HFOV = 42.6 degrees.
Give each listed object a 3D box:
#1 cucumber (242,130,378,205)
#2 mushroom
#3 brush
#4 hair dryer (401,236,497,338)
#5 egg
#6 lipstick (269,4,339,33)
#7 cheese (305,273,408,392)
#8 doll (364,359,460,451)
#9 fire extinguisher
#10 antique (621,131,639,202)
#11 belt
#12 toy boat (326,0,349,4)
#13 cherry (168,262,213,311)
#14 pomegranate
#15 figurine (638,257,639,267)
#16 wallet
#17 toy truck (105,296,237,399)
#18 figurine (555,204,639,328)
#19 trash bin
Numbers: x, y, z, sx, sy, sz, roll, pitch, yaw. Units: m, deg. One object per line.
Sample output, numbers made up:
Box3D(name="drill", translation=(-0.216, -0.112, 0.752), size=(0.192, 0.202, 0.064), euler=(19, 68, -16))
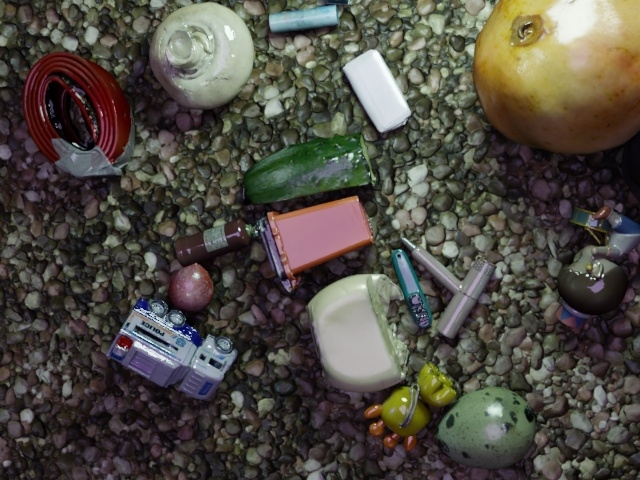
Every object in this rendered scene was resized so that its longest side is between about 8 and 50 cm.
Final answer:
Box3D(name="cucumber", translation=(-0.043, -0.158, 1.888), size=(0.325, 0.105, 0.145), euler=(-12, 91, 13))
Box3D(name="mushroom", translation=(-0.279, -0.421, 1.865), size=(0.246, 0.202, 0.246), euler=(2, 95, 20))
Box3D(name="brush", translation=(0.210, 0.113, 1.890), size=(0.043, 0.032, 0.193), euler=(-21, 91, 10))
Box3D(name="hair dryer", translation=(0.257, 0.089, 1.870), size=(0.220, 0.053, 0.195), euler=(29, 96, 8))
Box3D(name="egg", translation=(0.360, 0.417, 1.809), size=(0.228, 0.177, 0.177), euler=(-25, 88, 24))
Box3D(name="lipstick", translation=(-0.038, -0.510, 1.895), size=(0.158, 0.048, 0.048), euler=(-5, 92, 10))
Box3D(name="cheese", translation=(0.091, 0.212, 1.870), size=(0.233, 0.127, 0.266), euler=(-16, 92, 7))
Box3D(name="doll", translation=(0.207, 0.380, 1.851), size=(0.143, 0.135, 0.221), euler=(42, 102, -9))
Box3D(name="fire extinguisher", translation=(-0.231, -0.015, 1.945), size=(0.231, 0.071, 0.099), euler=(-20, 61, 9))
Box3D(name="antique", translation=(0.773, -0.205, 1.705), size=(0.255, 0.185, 0.322), euler=(29, 101, 5))
Box3D(name="belt", translation=(-0.574, -0.287, 1.964), size=(0.227, 0.115, 0.323), euler=(-25, 87, 12))
Box3D(name="toy boat", translation=(0.046, -0.608, 1.874), size=(0.055, 0.060, 0.141), euler=(5, 82, 8))
Box3D(name="cherry", translation=(-0.315, 0.157, 1.963), size=(0.107, 0.090, 0.225), euler=(7, 115, -13))
Box3D(name="pomegranate", translation=(0.522, -0.364, 1.654), size=(0.412, 0.411, 0.411), euler=(0, 93, 9))
Box3D(name="figurine", translation=(0.737, 0.022, 1.783), size=(0.075, 0.068, 0.140), euler=(8, 100, 6))
Box3D(name="wallet", translation=(0.134, -0.340, 1.882), size=(0.095, 0.033, 0.190), euler=(-31, 86, 11))
Box3D(name="toy truck", translation=(-0.340, 0.262, 1.891), size=(0.268, 0.155, 0.124), euler=(31, 122, -7))
Box3D(name="figurine", translation=(0.589, 0.060, 1.771), size=(0.158, 0.161, 0.275), euler=(20, 95, 31))
Box3D(name="trash bin", translation=(0.000, 0.000, 1.860), size=(0.239, 0.161, 0.184), euler=(-16, 90, 6))
